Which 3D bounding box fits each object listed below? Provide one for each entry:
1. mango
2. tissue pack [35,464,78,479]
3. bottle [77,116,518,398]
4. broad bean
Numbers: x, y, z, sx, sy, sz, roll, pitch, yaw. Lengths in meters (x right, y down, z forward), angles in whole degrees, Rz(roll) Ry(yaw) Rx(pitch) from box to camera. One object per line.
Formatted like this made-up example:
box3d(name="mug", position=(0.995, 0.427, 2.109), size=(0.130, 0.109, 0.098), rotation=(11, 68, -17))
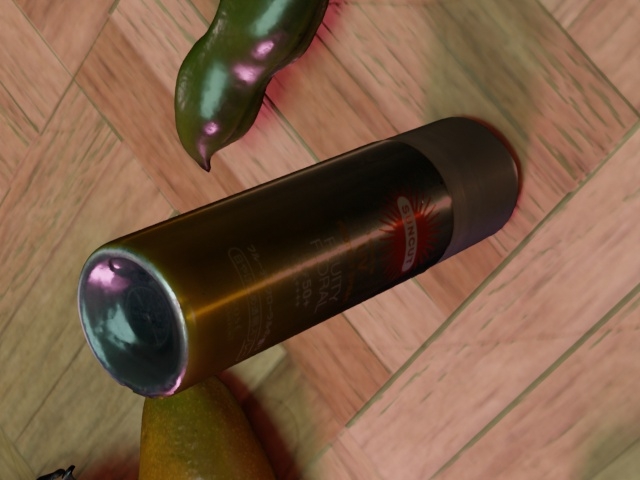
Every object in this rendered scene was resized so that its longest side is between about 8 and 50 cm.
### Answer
box3d(name="mango", position=(-0.079, 0.203, 1.111), size=(0.136, 0.099, 0.227), rotation=(-9, 91, 49))
box3d(name="tissue pack", position=(-0.187, 0.378, 1.221), size=(0.259, 0.122, 0.361), rotation=(-32, 95, 46))
box3d(name="bottle", position=(0.000, 0.000, 0.830), size=(0.082, 0.286, 0.082), rotation=(17, 117, 36))
box3d(name="broad bean", position=(-0.027, -0.178, 0.951), size=(0.098, 0.056, 0.318), rotation=(37, 121, 33))
